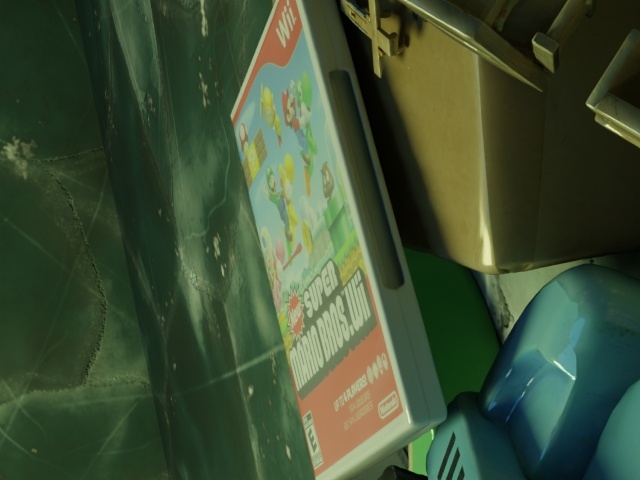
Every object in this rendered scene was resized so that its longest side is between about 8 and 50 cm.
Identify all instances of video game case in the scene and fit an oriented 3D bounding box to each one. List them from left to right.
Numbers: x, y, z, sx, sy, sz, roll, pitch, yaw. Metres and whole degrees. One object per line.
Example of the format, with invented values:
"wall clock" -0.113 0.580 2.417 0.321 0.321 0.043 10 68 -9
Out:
"video game case" 0.000 0.000 0.736 0.204 0.025 0.285 124 135 -64

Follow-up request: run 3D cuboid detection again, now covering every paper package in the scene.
"paper package" 0.093 -0.162 0.711 0.309 0.168 0.324 -160 62 -66

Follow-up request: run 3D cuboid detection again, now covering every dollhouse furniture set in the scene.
"dollhouse furniture set" 0.146 -0.136 0.474 0.161 0.101 0.182 37 101 27

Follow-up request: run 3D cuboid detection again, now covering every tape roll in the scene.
"tape roll" 0.064 0.136 1.061 0.321 0.077 0.321 169 90 -70

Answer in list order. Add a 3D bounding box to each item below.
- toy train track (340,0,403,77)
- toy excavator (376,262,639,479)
"toy train track" 0.030 -0.122 0.644 0.083 0.014 0.048 -123 23 -57
"toy excavator" 0.175 0.084 0.514 0.433 0.222 0.445 -77 7 -81
